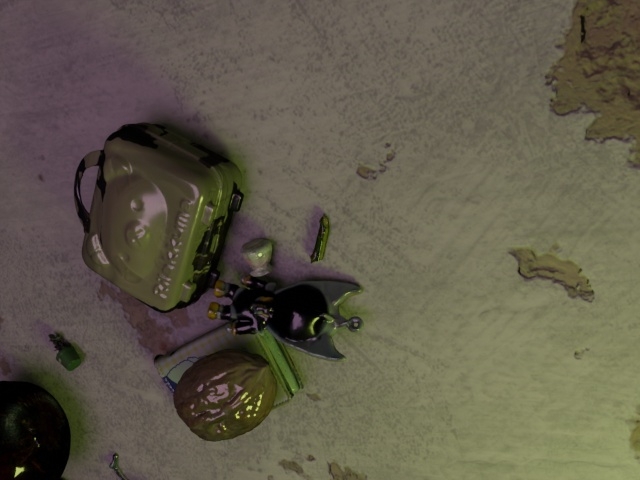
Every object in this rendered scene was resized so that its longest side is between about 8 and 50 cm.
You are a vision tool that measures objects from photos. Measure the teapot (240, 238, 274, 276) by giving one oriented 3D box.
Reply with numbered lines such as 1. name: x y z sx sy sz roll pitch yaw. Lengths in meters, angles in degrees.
1. teapot: -0.129 0.034 1.710 0.083 0.064 0.064 20 129 55

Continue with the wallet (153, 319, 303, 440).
1. wallet: -0.201 0.291 1.821 0.310 0.077 0.223 -30 91 33

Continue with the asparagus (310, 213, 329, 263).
1. asparagus: 0.000 0.000 1.648 0.021 0.025 0.108 26 117 27

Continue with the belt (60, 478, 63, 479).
1. belt: -0.714 0.712 2.163 0.289 0.184 0.164 26 122 22

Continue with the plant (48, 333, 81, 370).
1. plant: -0.618 0.264 2.034 0.102 0.051 0.051 46 122 20

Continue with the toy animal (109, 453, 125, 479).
1. toy animal: -0.423 0.624 2.063 0.253 0.070 0.079 31 84 27

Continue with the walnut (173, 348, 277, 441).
1. walnut: -0.181 0.302 1.680 0.230 0.178 0.178 -37 89 29

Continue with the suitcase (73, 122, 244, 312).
1. suitcase: -0.354 -0.055 1.706 0.339 0.194 0.351 29 118 17

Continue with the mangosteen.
1. mangosteen: -0.762 0.496 2.027 0.330 0.330 0.329 9 111 23

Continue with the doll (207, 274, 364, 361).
1. doll: -0.069 0.147 1.668 0.317 0.145 0.103 10 136 13
